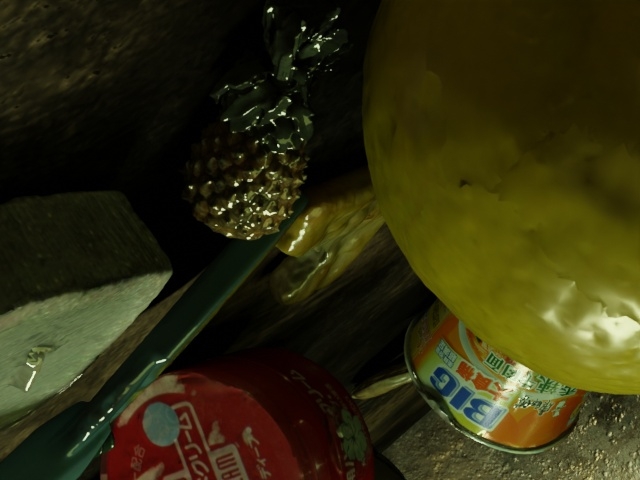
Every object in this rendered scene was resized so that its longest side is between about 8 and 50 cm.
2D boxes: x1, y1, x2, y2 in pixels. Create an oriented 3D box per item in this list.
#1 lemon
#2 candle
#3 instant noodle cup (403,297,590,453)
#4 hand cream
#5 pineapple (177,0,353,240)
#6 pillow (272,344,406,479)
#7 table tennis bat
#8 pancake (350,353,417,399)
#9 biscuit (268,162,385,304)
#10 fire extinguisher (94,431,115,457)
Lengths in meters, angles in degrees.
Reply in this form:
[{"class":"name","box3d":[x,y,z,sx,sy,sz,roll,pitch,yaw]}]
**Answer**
[{"class":"lemon","box3d":[0.182,-0.073,0.653,0.348,0.348,0.348,-37,165,-11]},{"class":"candle","box3d":[-0.163,0.039,0.630,0.168,0.068,0.192,-32,166,-16]},{"class":"instant noodle cup","box3d":[0.290,0.123,1.660,0.296,0.296,0.214,-25,150,-46]},{"class":"hand cream","box3d":[-0.074,0.214,1.072,0.230,0.230,0.149,-46,164,21]},{"class":"pineapple","box3d":[-0.028,-0.072,0.653,0.074,0.074,0.159,-28,153,-40]},{"class":"pillow","box3d":[-0.096,0.282,1.222,0.326,0.228,0.101,-39,160,-9]},{"class":"table tennis bat","box3d":[-0.116,0.077,0.767,0.329,0.044,0.215,-48,-177,-35]},{"class":"pancake","box3d":[0.165,0.193,1.854,0.250,0.031,0.250,-22,179,0]},{"class":"biscuit","box3d":[0.000,0.000,0.969,0.174,0.039,0.183,-31,163,-49]},{"class":"fire extinguisher","box3d":[-0.216,0.182,1.014,0.083,0.025,0.038,-22,119,-52]}]
